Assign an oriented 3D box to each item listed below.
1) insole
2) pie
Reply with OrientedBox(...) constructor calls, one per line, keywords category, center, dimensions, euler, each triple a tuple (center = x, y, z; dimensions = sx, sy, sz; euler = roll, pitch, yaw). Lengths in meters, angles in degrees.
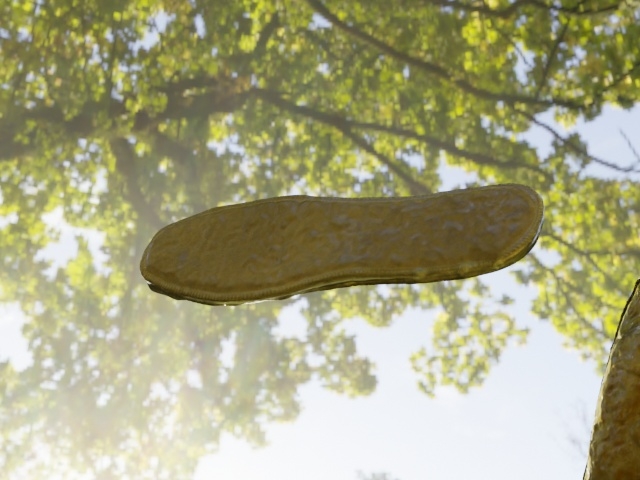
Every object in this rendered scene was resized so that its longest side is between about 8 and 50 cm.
OrientedBox(category="insole", center=(0.000, 0.000, 0.545), dimensions=(0.248, 0.081, 0.011), euler=(-6, -47, 29))
OrientedBox(category="pie", center=(0.292, 0.146, 0.879), dimensions=(0.068, 0.282, 0.129), euler=(25, -16, -28))
